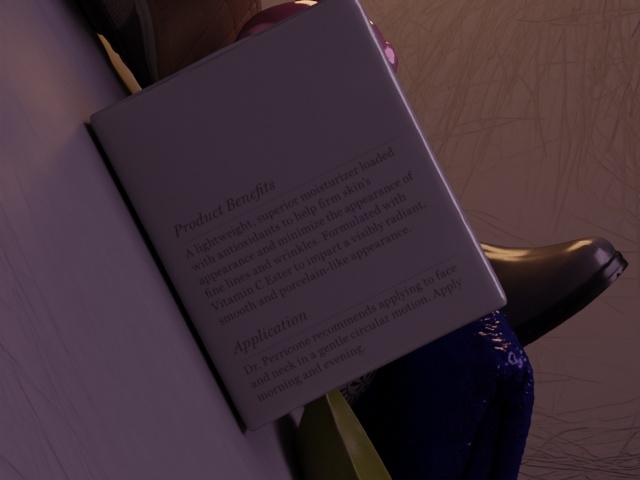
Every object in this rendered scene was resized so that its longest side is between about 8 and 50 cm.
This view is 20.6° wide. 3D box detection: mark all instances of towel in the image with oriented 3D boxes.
[{"bbox_3d":[0.068,0.103,1.358,0.308,0.076,0.228,-118,-149,-57],"label":"towel"}]

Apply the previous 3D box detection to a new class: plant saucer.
[{"bbox_3d":[0.042,0.198,1.069,0.241,0.037,0.241,63,3,-6],"label":"plant saucer"}]

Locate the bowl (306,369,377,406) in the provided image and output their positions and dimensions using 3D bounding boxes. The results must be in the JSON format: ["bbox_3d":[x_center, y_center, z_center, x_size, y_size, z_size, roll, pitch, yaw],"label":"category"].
[{"bbox_3d":[0.002,0.050,1.301,0.170,0.080,0.170,63,3,-7],"label":"bowl"}]

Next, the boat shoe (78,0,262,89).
[{"bbox_3d":[-0.114,-0.177,1.123,0.092,0.103,0.285,26,-22,28],"label":"boat shoe"}]

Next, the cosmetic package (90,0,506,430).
[{"bbox_3d":[-0.009,-0.018,0.954,0.184,0.151,0.151,64,2,-1],"label":"cosmetic package"}]

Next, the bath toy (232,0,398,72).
[{"bbox_3d":[0.000,-0.095,1.116,0.129,0.151,0.348,-26,115,-51],"label":"bath toy"}]

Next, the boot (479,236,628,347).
[{"bbox_3d":[0.083,-0.003,1.520,0.118,0.338,0.223,-34,100,-49],"label":"boot"}]
